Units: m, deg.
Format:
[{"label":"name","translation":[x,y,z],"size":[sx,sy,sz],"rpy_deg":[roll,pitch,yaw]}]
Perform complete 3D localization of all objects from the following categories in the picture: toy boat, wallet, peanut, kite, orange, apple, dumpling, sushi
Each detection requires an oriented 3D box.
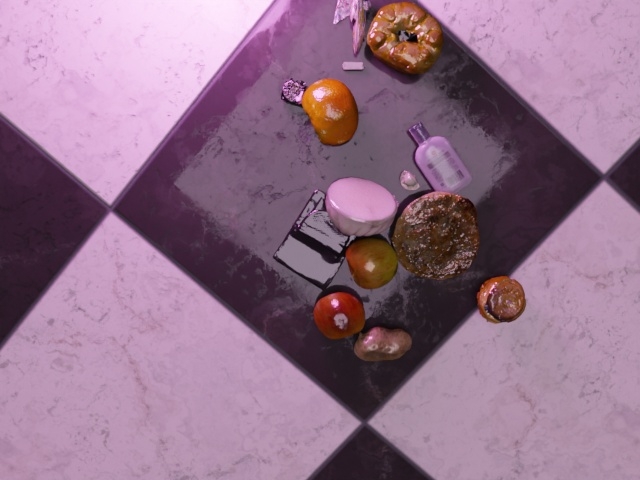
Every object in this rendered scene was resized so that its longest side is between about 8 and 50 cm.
[{"label":"toy boat","translation":[0.135,-0.770,1.668],"size":[0.066,0.084,0.210],"rpy_deg":[1,104,-11]},{"label":"wallet","translation":[0.000,0.000,1.813],"size":[0.247,0.041,0.323],"rpy_deg":[33,98,-1]},{"label":"peanut","translation":[0.239,0.399,1.824],"size":[0.224,0.129,0.129],"rpy_deg":[-1,99,-6]},{"label":"kite","translation":[0.106,-0.817,1.701],"size":[0.139,0.011,0.156],"rpy_deg":[-25,97,8]},{"label":"orange","translation":[0.041,-0.461,1.674],"size":[0.179,0.158,0.237],"rpy_deg":[-20,94,-17]},{"label":"apple","translation":[0.073,0.287,1.808],"size":[0.195,0.160,0.173],"rpy_deg":[-19,76,-1]},{"label":"dumpling","translation":[0.330,-0.221,1.768],"size":[0.077,0.043,0.059],"rpy_deg":[36,116,-19]},{"label":"sushi","translation":[-0.095,-0.546,1.727],"size":[0.083,0.056,0.084],"rpy_deg":[16,100,7]},{"label":"apple","translation":[0.192,0.082,1.745],"size":[0.196,0.196,0.196],"rpy_deg":[0,99,2]}]

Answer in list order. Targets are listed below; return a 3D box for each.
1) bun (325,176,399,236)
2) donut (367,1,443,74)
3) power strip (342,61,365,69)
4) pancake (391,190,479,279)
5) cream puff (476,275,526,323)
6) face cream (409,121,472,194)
[{"label":"bun","translation":[0.136,-0.091,1.718],"size":[0.263,0.263,0.175],"rpy_deg":[15,130,0]},{"label":"donut","translation":[0.299,-0.703,1.650],"size":[0.261,0.128,0.208],"rpy_deg":[34,97,-3]},{"label":"power strip","translation":[0.121,-0.636,1.722],"size":[0.083,0.017,0.027],"rpy_deg":[2,100,2]},{"label":"pancake","translation":[0.432,-0.016,1.762],"size":[0.356,0.065,0.356],"rpy_deg":[-2,112,-5]},{"label":"cream puff","translation":[0.676,0.226,1.779],"size":[0.189,0.129,0.189],"rpy_deg":[0,92,-5]},{"label":"face cream","translation":[0.426,-0.301,1.735],"size":[0.144,0.071,0.291],"rpy_deg":[-36,97,10]}]
